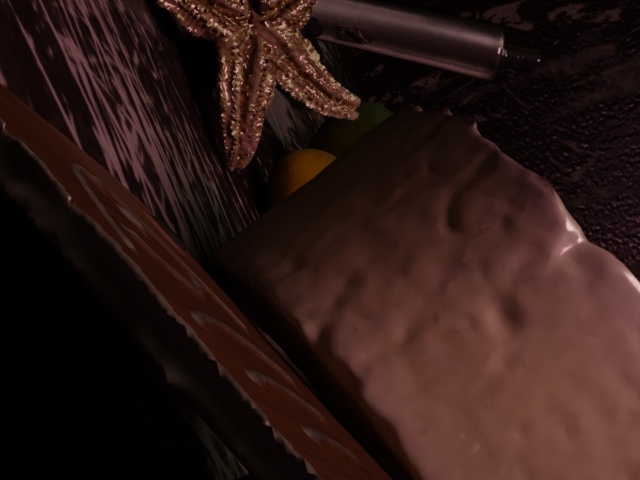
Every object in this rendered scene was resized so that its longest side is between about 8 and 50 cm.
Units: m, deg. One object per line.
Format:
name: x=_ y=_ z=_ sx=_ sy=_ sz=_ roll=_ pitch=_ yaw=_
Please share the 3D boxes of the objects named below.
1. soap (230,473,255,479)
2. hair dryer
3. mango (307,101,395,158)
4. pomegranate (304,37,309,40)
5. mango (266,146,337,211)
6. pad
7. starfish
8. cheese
soap: x=0.019 y=0.234 z=0.541 sx=0.181 sy=0.081 sz=0.259 roll=-105 pitch=170 yaw=-54
hair dryer: x=0.020 y=-0.204 z=1.207 sx=0.284 sy=0.156 sz=0.320 roll=19 pitch=36 yaw=-22
mango: x=0.047 y=-0.030 z=1.232 sx=0.114 sy=0.156 sz=0.251 roll=27 pitch=25 yaw=-42
pomegranate: x=-0.047 y=-0.193 z=1.297 sx=0.084 sy=0.073 sz=0.073 roll=28 pitch=42 yaw=-71
mango: x=0.000 y=0.000 z=1.103 sx=0.103 sy=0.076 sz=0.161 roll=59 pitch=21 yaw=-60
pad: x=-0.033 y=0.042 z=0.522 sx=0.284 sy=0.018 sz=0.286 roll=46 pitch=-2 yaw=20
starfish: x=-0.051 y=-0.170 z=1.002 sx=0.240 sy=0.043 sz=0.227 roll=31 pitch=70 yaw=-39
cheese: x=0.082 y=0.080 z=0.789 sx=0.292 sy=0.153 sz=0.332 roll=53 pitch=-5 yaw=-20
